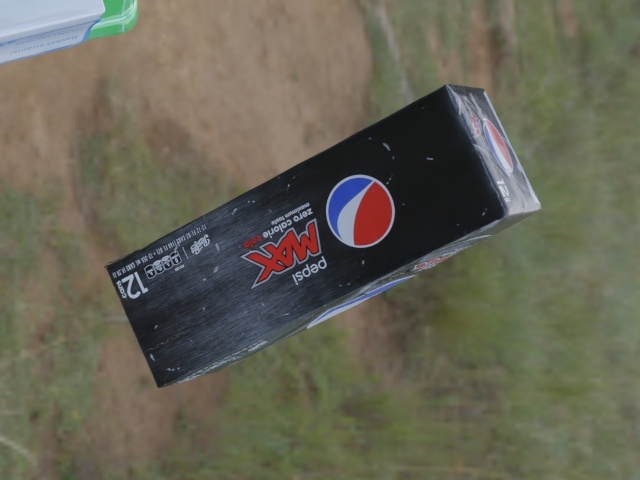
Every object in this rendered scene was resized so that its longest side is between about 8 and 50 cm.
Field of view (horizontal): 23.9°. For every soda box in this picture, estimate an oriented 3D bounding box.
[{"bbox_3d":[0.000,0.000,0.617,0.060,0.169,0.053,65,22,6],"label":"soda box"}]

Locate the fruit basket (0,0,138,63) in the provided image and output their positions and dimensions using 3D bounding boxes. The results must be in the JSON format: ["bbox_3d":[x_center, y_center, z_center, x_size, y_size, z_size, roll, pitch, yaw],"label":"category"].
[{"bbox_3d":[-0.281,-0.178,1.199,0.327,0.353,0.165,-18,78,-25],"label":"fruit basket"}]
